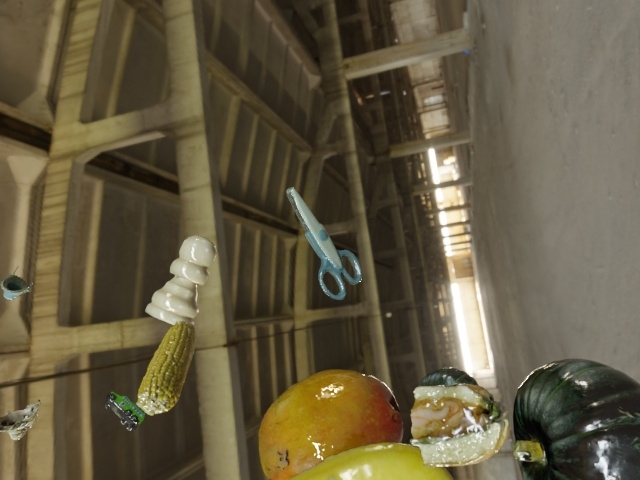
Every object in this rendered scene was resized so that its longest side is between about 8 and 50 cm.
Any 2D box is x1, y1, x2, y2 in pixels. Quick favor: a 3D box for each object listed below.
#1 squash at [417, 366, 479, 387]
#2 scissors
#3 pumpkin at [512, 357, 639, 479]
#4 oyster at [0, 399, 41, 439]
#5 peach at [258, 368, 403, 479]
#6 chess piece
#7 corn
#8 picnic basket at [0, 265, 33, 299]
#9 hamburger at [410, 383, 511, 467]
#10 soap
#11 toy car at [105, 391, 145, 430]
[{"bbox_3d":[0.388,0.489,1.588,0.173,0.218,0.218,14,-121,-29],"label":"squash"},{"bbox_3d":[0.000,0.000,1.246,0.138,0.041,0.289,-39,-76,-38],"label":"scissors"},{"bbox_3d":[0.369,0.293,0.744,0.250,0.216,0.249,-176,90,-80],"label":"pumpkin"},{"bbox_3d":[-0.565,0.344,0.996,0.061,0.106,0.200,68,163,6],"label":"oyster"},{"bbox_3d":[0.030,0.479,1.321,0.289,0.373,0.372,61,-172,19],"label":"peach"},{"bbox_3d":[-0.443,0.127,1.738,0.299,0.167,0.167,-68,-21,-8],"label":"chess piece"},{"bbox_3d":[-0.355,0.292,1.239,0.260,0.091,0.091,-87,4,-57],"label":"corn"},{"bbox_3d":[-0.804,0.116,1.394,0.065,0.083,0.083,46,-167,14],"label":"picnic basket"},{"bbox_3d":[0.262,0.329,0.919,0.208,0.155,0.135,36,-126,-53],"label":"hamburger"},{"bbox_3d":[0.060,0.546,0.960,0.115,0.427,0.306,43,-155,-83],"label":"soap"},{"bbox_3d":[-0.728,0.628,1.957,0.062,0.165,0.071,-37,-18,-53],"label":"toy car"}]
